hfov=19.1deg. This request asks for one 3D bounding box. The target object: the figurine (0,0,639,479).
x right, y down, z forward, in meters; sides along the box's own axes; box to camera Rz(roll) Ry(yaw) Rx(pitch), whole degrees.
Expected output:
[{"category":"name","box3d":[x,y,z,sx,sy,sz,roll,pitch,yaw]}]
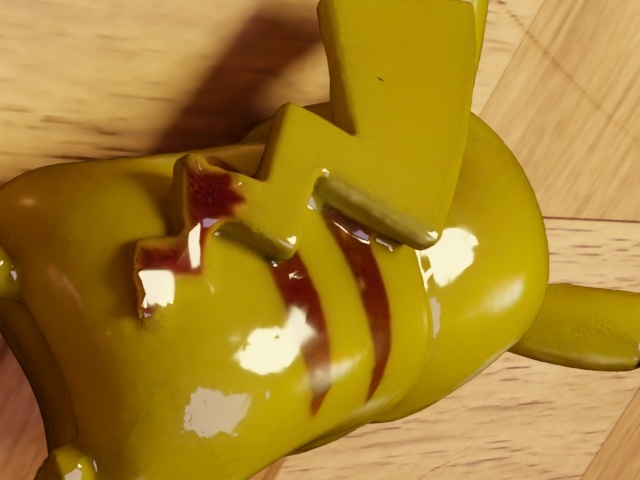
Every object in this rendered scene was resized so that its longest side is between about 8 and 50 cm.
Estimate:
[{"category":"figurine","box3d":[-0.006,0.002,0.841,0.327,0.218,0.169,-20,180,-43]}]
